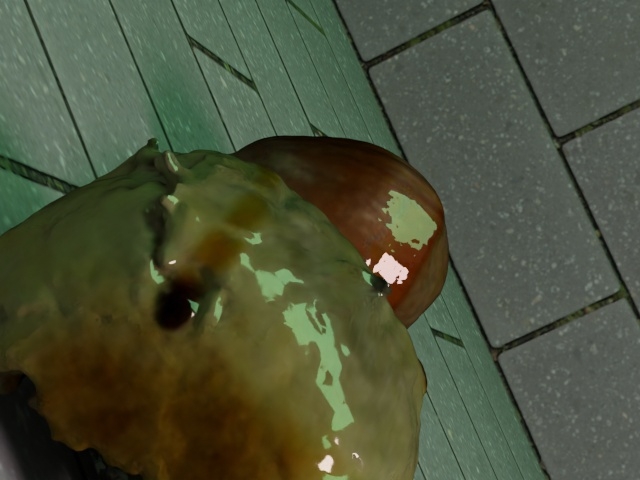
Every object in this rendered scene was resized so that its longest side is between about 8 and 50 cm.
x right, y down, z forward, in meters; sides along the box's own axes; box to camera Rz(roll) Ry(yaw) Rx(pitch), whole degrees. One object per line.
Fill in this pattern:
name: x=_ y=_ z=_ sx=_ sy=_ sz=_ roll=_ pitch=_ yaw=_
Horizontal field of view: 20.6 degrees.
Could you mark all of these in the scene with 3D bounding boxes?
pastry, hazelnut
pastry: x=-0.035 y=0.060 z=0.921 sx=0.256 sy=0.170 sz=0.237 roll=50 pitch=14 yaw=1
hazelnut: x=0.000 y=0.000 z=1.390 sx=0.214 sy=0.176 sz=0.214 roll=31 pitch=-9 yaw=6

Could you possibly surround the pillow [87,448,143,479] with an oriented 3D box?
pillow: x=-0.065 y=0.170 z=0.997 sx=0.130 sy=0.038 sz=0.233 roll=60 pitch=9 yaw=24
